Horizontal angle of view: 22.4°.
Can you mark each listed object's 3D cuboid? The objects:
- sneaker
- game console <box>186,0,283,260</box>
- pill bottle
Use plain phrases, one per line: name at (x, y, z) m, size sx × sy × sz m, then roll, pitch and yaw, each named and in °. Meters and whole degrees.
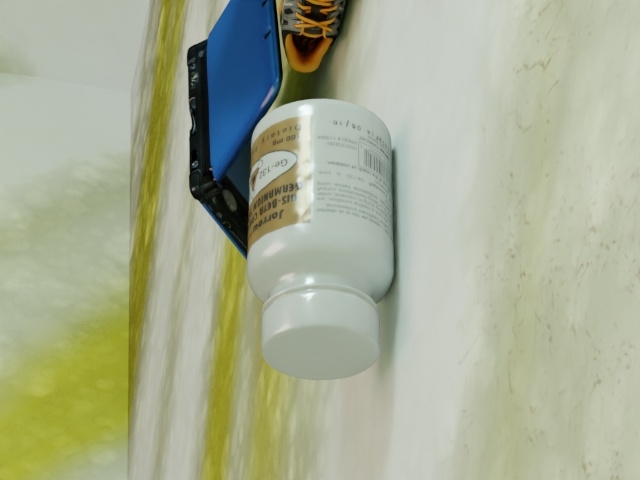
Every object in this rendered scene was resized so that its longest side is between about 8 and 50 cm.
sneaker at (-0.003, -0.264, 1.757) m, size 0.215 × 0.084 × 0.083 m, roll 99°, pitch 174°, yaw -62°
game console at (-0.066, -0.153, 1.949) m, size 0.250 × 0.173 × 0.293 m, roll 52°, pitch -159°, yaw -38°
pill bottle at (0.000, 0.000, 1.438) m, size 0.131 × 0.131 × 0.229 m, roll 117°, pitch 158°, yaw -56°
